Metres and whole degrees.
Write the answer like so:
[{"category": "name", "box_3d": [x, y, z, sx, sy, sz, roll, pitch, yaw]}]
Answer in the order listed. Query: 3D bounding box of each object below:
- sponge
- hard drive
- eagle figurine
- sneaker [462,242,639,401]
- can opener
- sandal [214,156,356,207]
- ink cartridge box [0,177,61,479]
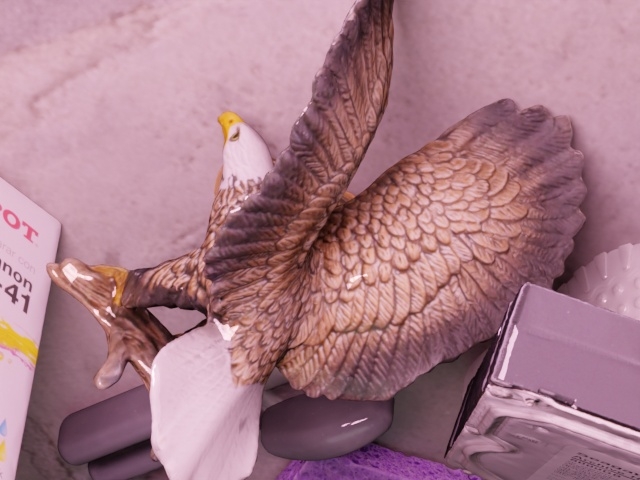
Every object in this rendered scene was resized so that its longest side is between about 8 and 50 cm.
[{"category": "sponge", "box_3d": [0.066, 0.221, 1.323, 0.210, 0.031, 0.117, 19, 135, -15]}, {"category": "hard drive", "box_3d": [0.200, 0.126, 0.939, 0.237, 0.064, 0.339, 19, 165, 4]}, {"category": "eagle figurine", "box_3d": [-0.005, -0.010, 0.943, 0.298, 0.226, 0.225, -29, 87, 16]}, {"category": "sneaker", "box_3d": [0.208, 0.077, 1.135, 0.095, 0.090, 0.235, 21, 140, -34]}, {"category": "can opener", "box_3d": [-0.077, 0.131, 1.200, 0.280, 0.093, 0.074, -19, 134, 28]}, {"category": "sandal", "box_3d": [0.013, -0.006, 1.067, 0.180, 0.049, 0.072, 19, 109, -7]}, {"category": "ink cartridge box", "box_3d": [-0.294, 0.063, 0.975, 0.131, 0.306, 0.226, -28, 129, 28]}]
